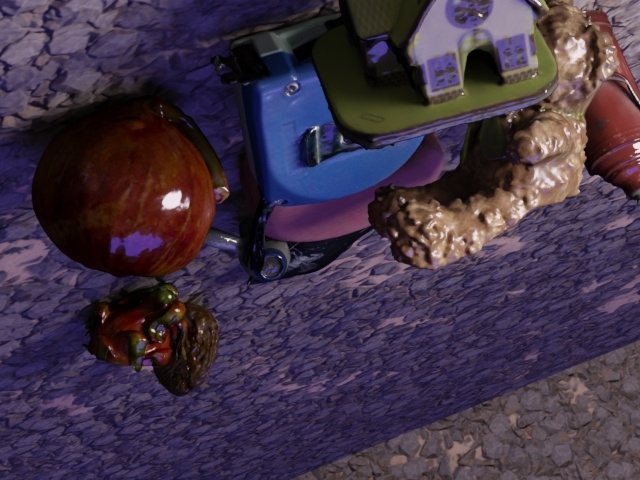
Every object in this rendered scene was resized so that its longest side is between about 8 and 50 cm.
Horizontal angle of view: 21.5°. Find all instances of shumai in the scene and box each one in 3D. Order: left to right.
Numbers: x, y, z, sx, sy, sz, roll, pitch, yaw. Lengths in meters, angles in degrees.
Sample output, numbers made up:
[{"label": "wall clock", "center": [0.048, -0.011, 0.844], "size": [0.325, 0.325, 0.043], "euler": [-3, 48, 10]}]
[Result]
[{"label": "shumai", "center": [-0.181, 0.150, 2.434], "size": [0.105, 0.123, 0.139], "euler": [-23, 151, -28]}]

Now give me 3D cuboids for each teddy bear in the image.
[{"label": "teddy bear", "center": [0.183, -0.121, 1.835], "size": [0.296, 0.222, 0.246], "euler": [-19, -161, -6]}]

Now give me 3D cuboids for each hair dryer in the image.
[{"label": "hair dryer", "center": [-0.132, -0.011, 2.121], "size": [0.199, 0.067, 0.167], "euler": [20, -170, -3]}]

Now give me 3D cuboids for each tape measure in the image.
[{"label": "tape measure", "center": [0.009, -0.091, 1.828], "size": [0.215, 0.098, 0.351], "euler": [-18, 141, -10]}]

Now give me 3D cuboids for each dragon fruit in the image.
[{"label": "dragon fruit", "center": [-0.239, 0.117, 2.301], "size": [0.175, 0.142, 0.138], "euler": [-54, -173, 28]}]

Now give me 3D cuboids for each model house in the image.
[{"label": "model house", "center": [0.083, -0.263, 1.540], "size": [0.218, 0.205, 0.278], "euler": [-17, 129, -3]}]

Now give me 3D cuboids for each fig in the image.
[{"label": "fig", "center": [-0.197, -0.057, 1.753], "size": [0.205, 0.205, 0.205], "euler": [-18, 161, -7]}]

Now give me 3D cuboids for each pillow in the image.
[{"label": "pillow", "center": [0.000, 0.000, 2.301], "size": [0.141, 0.055, 0.208], "euler": [-16, 163, -40]}]

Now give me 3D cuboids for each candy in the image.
[{"label": "candy", "center": [0.032, -0.088, 2.022], "size": [0.255, 0.094, 0.255], "euler": [-18, 160, -7]}]

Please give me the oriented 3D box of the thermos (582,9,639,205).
[{"label": "thermos", "center": [0.337, -0.146, 1.965], "size": [0.099, 0.232, 0.124], "euler": [-29, 160, 22]}]
